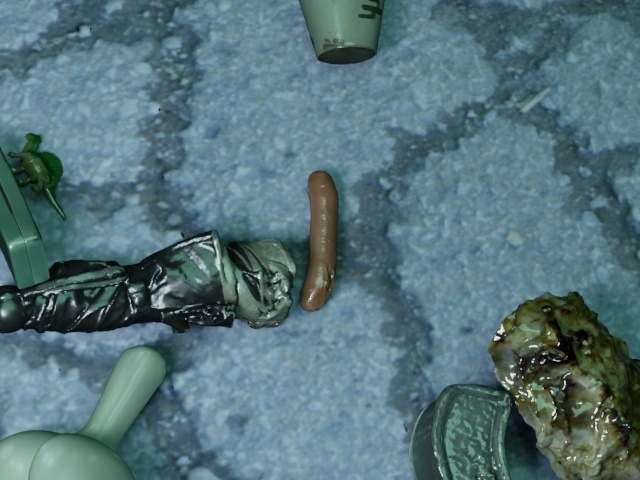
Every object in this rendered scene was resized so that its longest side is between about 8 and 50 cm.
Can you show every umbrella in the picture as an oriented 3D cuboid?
[{"bbox_3d":[-0.204,0.061,1.597,0.358,0.106,0.113,-5,74,-15],"label":"umbrella"}]

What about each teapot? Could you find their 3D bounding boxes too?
[{"bbox_3d":[-0.272,0.249,1.477,0.220,0.149,0.318,23,42,-38],"label":"teapot"}]

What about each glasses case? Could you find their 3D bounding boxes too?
[{"bbox_3d":[-0.362,-0.032,1.576,0.039,0.077,0.184,-19,48,-17],"label":"glasses case"}]

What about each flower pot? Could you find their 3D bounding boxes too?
[{"bbox_3d":[0.167,0.286,1.591,0.103,0.108,0.229,4,67,-10],"label":"flower pot"}]

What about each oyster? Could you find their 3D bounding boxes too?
[{"bbox_3d":[0.368,0.211,1.647,0.396,0.111,0.204,53,54,-9],"label":"oyster"}]

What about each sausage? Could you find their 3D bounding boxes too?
[{"bbox_3d":[0.000,0.000,1.703,0.043,0.043,0.186,7,68,-10],"label":"sausage"}]

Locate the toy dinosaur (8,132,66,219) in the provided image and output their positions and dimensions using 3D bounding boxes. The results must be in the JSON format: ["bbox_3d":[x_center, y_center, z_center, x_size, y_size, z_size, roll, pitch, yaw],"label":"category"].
[{"bbox_3d":[-0.337,-0.080,1.668,0.060,0.029,0.119,-33,80,-37],"label":"toy dinosaur"}]

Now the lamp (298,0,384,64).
[{"bbox_3d":[0.027,-0.346,1.799,0.121,0.121,0.214,0,81,-13],"label":"lamp"}]
